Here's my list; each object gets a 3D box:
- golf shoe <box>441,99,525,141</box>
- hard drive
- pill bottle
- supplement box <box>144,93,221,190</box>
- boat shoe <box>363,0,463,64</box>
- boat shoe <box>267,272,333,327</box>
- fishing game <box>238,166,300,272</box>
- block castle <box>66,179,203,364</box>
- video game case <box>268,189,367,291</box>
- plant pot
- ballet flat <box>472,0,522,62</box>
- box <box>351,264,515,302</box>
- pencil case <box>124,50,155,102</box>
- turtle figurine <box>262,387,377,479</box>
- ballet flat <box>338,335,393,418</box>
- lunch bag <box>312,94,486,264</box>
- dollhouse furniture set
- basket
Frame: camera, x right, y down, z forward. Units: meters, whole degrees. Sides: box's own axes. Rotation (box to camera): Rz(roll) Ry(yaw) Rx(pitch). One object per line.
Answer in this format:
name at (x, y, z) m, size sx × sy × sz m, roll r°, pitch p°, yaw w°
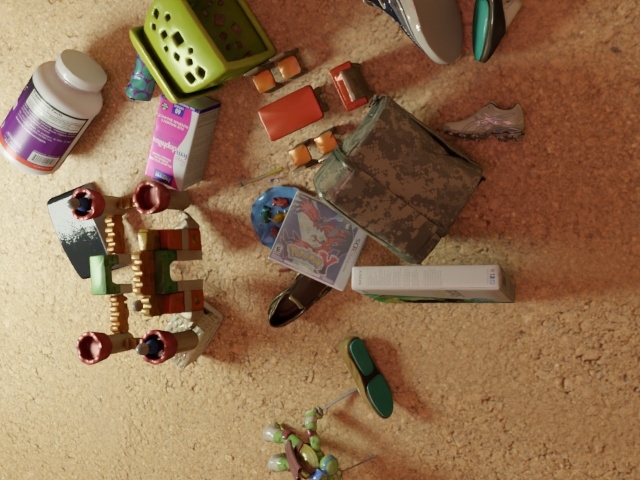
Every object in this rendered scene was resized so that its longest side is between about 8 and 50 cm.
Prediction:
golf shoe at (0.349, -0.257, 1.553) m, size 0.176 × 0.069 × 0.086 m, roll 3°, pitch 89°, yaw 18°
hard drive at (-0.662, -0.020, 2.032) m, size 0.172 × 0.054 × 0.255 m, roll -16°, pitch 101°, yaw 26°
pill bottle at (-0.686, -0.331, 1.862) m, size 0.181 × 0.181 × 0.323 m, roll 46°, pitch 117°, yaw 1°
supplement box at (-0.342, -0.251, 1.793) m, size 0.111 × 0.114 × 0.220 m, roll 24°, pitch 117°, yaw 12°
boat shoe at (0.163, -0.515, 1.512) m, size 0.158 × 0.127 × 0.341 m, roll 5°, pitch 133°, yaw 58°
boat shoe at (-0.040, 0.136, 1.808) m, size 0.095 × 0.095 × 0.257 m, roll 39°, pitch 120°, yaw -7°
fishing game at (-0.092, -0.046, 1.804) m, size 0.189 × 0.041 × 0.264 m, roll -15°, pitch 105°, yaw 25°
block castle at (-0.483, 0.085, 1.840) m, size 0.302 × 0.213 × 0.454 m, roll -4°, pitch 88°, yaw 26°
video game case at (0.000, 0.000, 1.742) m, size 0.201 × 0.023 × 0.184 m, roll 24°, pitch 91°, yaw 6°
plant pot at (-0.277, -0.446, 1.641) m, size 0.207 × 0.228 × 0.227 m, roll -29°, pitch 96°, yaw 33°
ballet flat at (0.349, -0.495, 1.435) m, size 0.096 × 0.095 × 0.281 m, roll -10°, pitch 121°, yaw -1°
box at (0.256, 0.101, 1.613) m, size 0.321 × 0.232 × 0.059 m, roll -1°, pitch 78°, yaw 23°
pencil case at (-0.441, -0.421, 1.798) m, size 0.070 × 0.064 × 0.152 m, roll 16°, pitch 115°, yaw -11°
turtle figurine at (-0.009, 0.556, 1.946) m, size 0.266 × 0.275 × 0.198 m, roll -5°, pitch 130°, yaw 43°
ballet flat at (0.116, 0.348, 1.851) m, size 0.073 × 0.080 × 0.232 m, roll -16°, pitch 100°, yaw 54°
lunch bag at (0.171, -0.133, 1.554) m, size 0.305 × 0.212 × 0.256 m, roll 36°, pitch 102°, yaw -10°
dollhouse furniture set at (-0.023, -0.308, 1.631) m, size 0.259 × 0.135 × 0.262 m, roll -22°, pitch 99°, yaw 27°
basket at (-0.362, 0.252, 1.978) m, size 0.113 × 0.103 × 0.167 m, roll 36°, pitch 116°, yaw 6°
